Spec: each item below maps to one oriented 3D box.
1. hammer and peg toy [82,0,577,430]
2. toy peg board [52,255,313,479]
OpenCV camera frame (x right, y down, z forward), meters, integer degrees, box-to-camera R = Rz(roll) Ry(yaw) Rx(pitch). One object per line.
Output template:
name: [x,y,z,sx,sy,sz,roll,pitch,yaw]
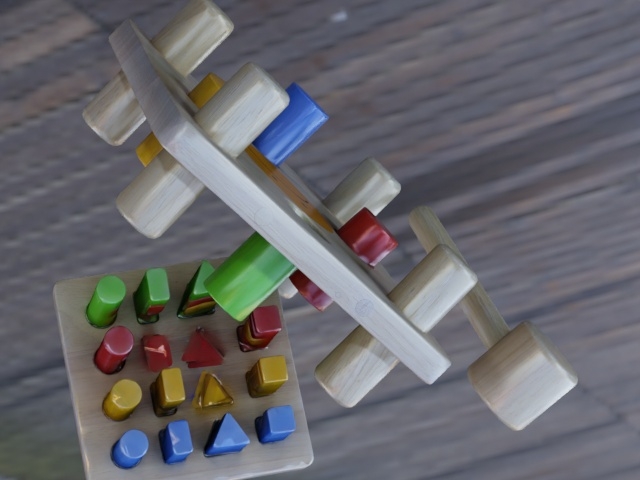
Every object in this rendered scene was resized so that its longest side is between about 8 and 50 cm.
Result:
hammer and peg toy: [0.000,0.000,1.187,0.127,0.266,0.361,-45,116,6]
toy peg board: [-0.091,0.086,1.188,0.161,0.160,0.079,-8,165,-16]
